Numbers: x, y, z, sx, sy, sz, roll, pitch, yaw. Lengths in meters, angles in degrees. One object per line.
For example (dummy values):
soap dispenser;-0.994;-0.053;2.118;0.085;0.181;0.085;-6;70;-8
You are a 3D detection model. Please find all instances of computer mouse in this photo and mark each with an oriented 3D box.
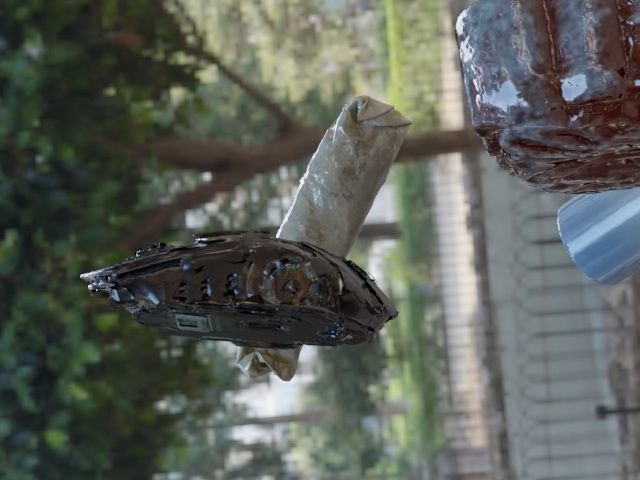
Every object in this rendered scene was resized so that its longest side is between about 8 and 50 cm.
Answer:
computer mouse;-0.059;0.032;1.251;0.146;0.242;0.077;100;175;-73

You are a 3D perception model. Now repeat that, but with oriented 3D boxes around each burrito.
burrito;0.000;0.000;1.505;0.059;0.082;0.275;24;92;49

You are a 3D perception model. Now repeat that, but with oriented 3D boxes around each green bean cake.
green bean cake;0.190;-0.091;0.969;0.233;0.199;0.097;35;-134;-75

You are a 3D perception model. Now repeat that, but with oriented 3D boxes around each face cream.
face cream;0.286;-0.058;1.196;0.250;0.077;0.077;-38;41;36
